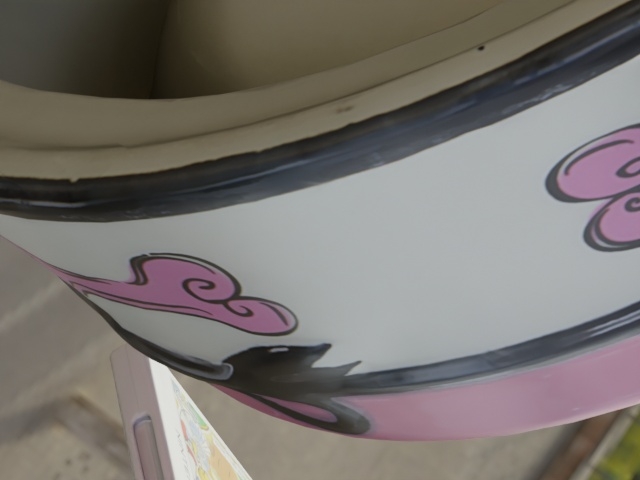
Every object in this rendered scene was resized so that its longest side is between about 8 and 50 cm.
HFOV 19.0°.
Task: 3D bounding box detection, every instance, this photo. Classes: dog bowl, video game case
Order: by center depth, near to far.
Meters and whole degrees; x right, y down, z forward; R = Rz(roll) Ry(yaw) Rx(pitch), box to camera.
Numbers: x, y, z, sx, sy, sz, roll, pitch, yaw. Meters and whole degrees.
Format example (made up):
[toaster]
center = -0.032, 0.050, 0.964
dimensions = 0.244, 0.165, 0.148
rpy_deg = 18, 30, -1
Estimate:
[dog bowl]
center = 0.058, -0.110, 0.601
dimensions = 0.408, 0.408, 0.150
rpy_deg = -48, 128, -20
[video game case]
center = -0.037, 0.190, 1.009
dimensions = 0.026, 0.206, 0.227
rpy_deg = -25, 134, 6
